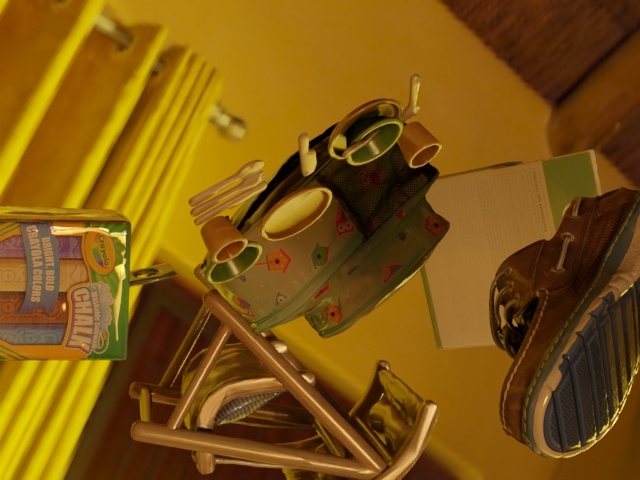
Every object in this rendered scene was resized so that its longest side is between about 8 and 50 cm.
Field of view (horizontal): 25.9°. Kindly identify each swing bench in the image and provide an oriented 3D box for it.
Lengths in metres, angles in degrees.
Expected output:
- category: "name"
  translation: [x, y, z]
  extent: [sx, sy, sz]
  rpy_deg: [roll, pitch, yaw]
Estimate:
- category: "swing bench"
  translation: [-0.044, 0.160, 1.396]
  extent: [0.255, 0.165, 0.253]
  rpy_deg: [29, 0, -8]

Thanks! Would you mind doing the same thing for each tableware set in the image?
- category: "tableware set"
  translation: [-0.001, -0.027, 0.777]
  extent: [0.024, 0.154, 0.104]
  rpy_deg: [56, -12, 22]

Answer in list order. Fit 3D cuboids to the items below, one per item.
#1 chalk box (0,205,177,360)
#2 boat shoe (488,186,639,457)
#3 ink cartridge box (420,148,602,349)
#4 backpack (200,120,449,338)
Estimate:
- category: "chalk box"
  translation: [-0.244, 0.039, 1.310]
  extent: [0.213, 0.132, 0.132]
  rpy_deg: [2, 6, -14]
- category: "boat shoe"
  translation: [0.115, 0.035, 0.645]
  extent: [0.066, 0.183, 0.066]
  rpy_deg: [8, -58, 29]
- category: "ink cartridge box"
  translation: [0.190, 0.010, 1.306]
  extent: [0.056, 0.171, 0.235]
  rpy_deg: [-14, 3, -44]
- category: "backpack"
  translation: [0.000, 0.000, 1.139]
  extent: [0.144, 0.188, 0.166]
  rpy_deg: [56, -21, -2]
